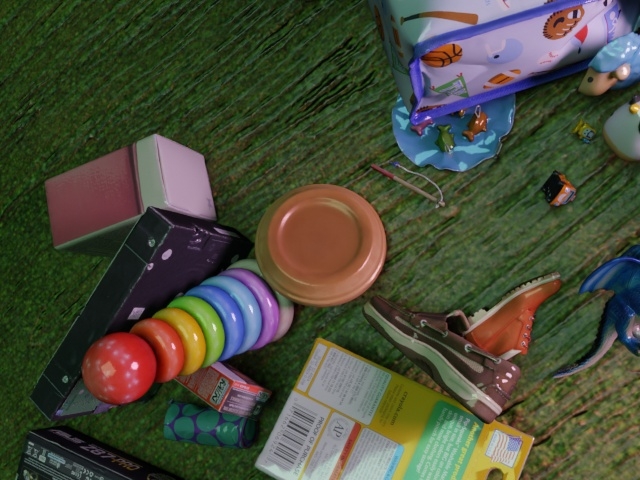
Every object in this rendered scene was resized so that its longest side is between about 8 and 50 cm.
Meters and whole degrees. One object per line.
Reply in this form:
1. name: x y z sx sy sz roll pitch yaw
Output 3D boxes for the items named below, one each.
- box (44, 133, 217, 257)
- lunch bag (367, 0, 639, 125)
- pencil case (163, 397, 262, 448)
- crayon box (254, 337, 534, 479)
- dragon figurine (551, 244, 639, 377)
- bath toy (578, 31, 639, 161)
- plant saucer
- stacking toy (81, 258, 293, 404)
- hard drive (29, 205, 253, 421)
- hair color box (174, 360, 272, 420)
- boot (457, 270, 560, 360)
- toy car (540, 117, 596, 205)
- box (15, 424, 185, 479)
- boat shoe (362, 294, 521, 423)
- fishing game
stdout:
1. box: -0.318 -0.068 1.091 0.233 0.149 0.126 -18 76 18
2. lunch bag: 0.256 -0.384 0.852 0.386 0.239 0.327 -15 75 2
3. pencil case: -0.175 0.293 1.036 0.152 0.070 0.064 1 117 21
4. crayon box: 0.098 0.294 0.889 0.323 0.083 0.203 21 76 24
5. dragon figurine: 0.385 0.059 0.807 0.144 0.085 0.289 56 134 12
6. bath toy: 0.472 -0.104 0.787 0.151 0.129 0.348 -40 72 13
7. plant saucer: 0.000 0.000 0.970 0.200 0.037 0.199 0 67 0
8. stacking toy: -0.181 0.130 0.903 0.141 0.330 0.141 9 108 30
9. hard drive: -0.266 0.115 1.002 0.064 0.237 0.338 36 98 22
10. hair color box: -0.167 0.212 1.000 0.167 0.093 0.053 23 83 40
11. boot: 0.273 0.107 0.884 0.158 0.059 0.084 -40 74 22
12. toy car: 0.347 -0.100 0.878 0.041 0.060 0.122 26 102 -9
13. box: -0.352 0.523 1.064 0.395 0.097 0.318 13 87 23
14. boat shoe: 0.165 0.136 0.883 0.095 0.095 0.257 -50 47 -1
15. fishing game: 0.192 -0.189 0.959 0.189 0.041 0.264 34 97 25
